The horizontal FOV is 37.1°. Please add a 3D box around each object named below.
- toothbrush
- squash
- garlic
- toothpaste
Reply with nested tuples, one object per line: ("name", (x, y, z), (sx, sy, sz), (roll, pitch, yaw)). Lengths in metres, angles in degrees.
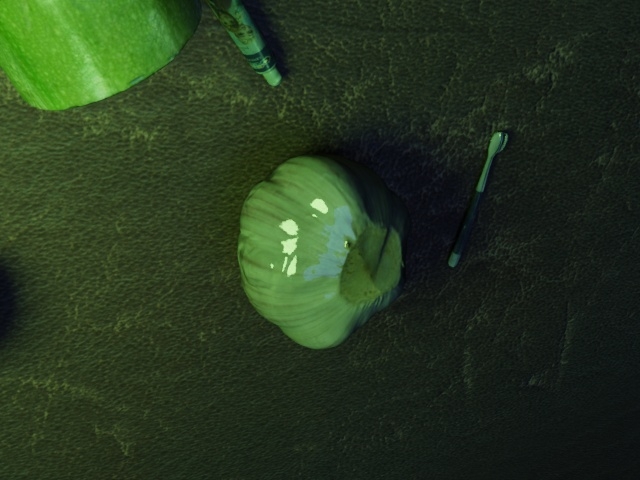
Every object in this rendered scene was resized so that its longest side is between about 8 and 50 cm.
("toothbrush", (0.292, -0.075, 1.792), (0.026, 0.024, 0.288), (-10, 126, -42))
("squash", (-0.317, -0.372, 1.061), (0.263, 0.263, 0.384), (-32, 132, -8))
("garlic", (0.000, 0.000, 1.523), (0.317, 0.259, 0.317), (-9, 103, -43))
("toothpaste", (-0.112, -0.303, 1.376), (0.216, 0.062, 0.037), (55, 45, -45))
